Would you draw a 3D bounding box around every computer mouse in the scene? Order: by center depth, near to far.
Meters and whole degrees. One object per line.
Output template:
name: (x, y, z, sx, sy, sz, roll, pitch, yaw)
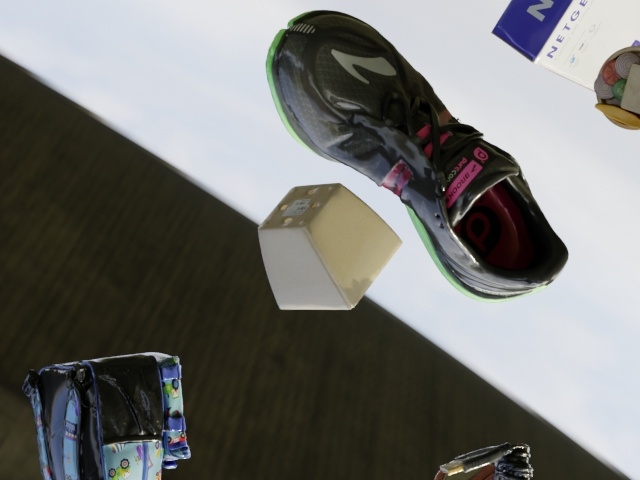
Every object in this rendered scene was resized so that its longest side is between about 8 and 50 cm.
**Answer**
computer mouse: (0.105, 0.286, 1.584, 0.262, 0.184, 0.060, -11, -117, -15)

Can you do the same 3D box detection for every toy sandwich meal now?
toy sandwich meal: (0.285, -0.137, 1.376, 0.085, 0.085, 0.029, 42, -154, 23)

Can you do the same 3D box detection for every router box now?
router box: (0.408, -0.352, 1.945, 0.082, 0.335, 0.301, 42, -162, 34)

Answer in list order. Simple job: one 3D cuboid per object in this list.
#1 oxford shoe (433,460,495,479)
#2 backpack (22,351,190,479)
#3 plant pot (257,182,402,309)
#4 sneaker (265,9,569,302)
oxford shoe: (0.253, 0.440, 1.794, 0.397, 0.140, 0.146, 55, 158, 13)
backpack: (-0.194, 0.195, 1.406, 0.117, 0.173, 0.158, -5, 175, -30)
plant pot: (0.000, 0.000, 1.573, 0.109, 0.109, 0.096, -50, -57, -35)
sneaker: (0.136, -0.111, 1.860, 0.483, 0.185, 0.202, 41, 163, -20)
